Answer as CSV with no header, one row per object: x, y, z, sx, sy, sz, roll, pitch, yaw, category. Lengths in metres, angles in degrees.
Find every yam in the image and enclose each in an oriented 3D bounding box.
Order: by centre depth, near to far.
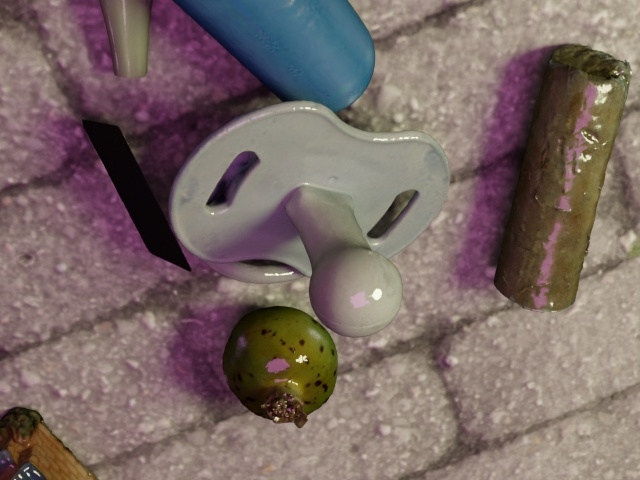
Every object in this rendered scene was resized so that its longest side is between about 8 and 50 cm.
0.243,-0.063,1.019,0.093,0.093,0.259,6,110,-10,yam

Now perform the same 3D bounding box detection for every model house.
-0.335,0.312,1.054,0.183,0.172,0.166,-34,113,7,model house

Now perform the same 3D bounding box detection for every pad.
-0.177,-0.044,0.968,0.003,0.112,0.157,-34,115,-22,pad

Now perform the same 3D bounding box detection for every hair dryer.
-0.235,-0.219,0.923,0.199,0.067,0.167,-9,119,8,hair dryer

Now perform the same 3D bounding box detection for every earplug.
-0.050,-0.214,0.885,0.132,0.132,0.273,-39,128,9,earplug

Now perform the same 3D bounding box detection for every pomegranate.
-0.044,0.132,1.044,0.130,0.130,0.130,-3,112,-6,pomegranate

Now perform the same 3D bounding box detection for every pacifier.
0.000,0.000,0.930,0.287,0.226,0.238,15,126,-35,pacifier
